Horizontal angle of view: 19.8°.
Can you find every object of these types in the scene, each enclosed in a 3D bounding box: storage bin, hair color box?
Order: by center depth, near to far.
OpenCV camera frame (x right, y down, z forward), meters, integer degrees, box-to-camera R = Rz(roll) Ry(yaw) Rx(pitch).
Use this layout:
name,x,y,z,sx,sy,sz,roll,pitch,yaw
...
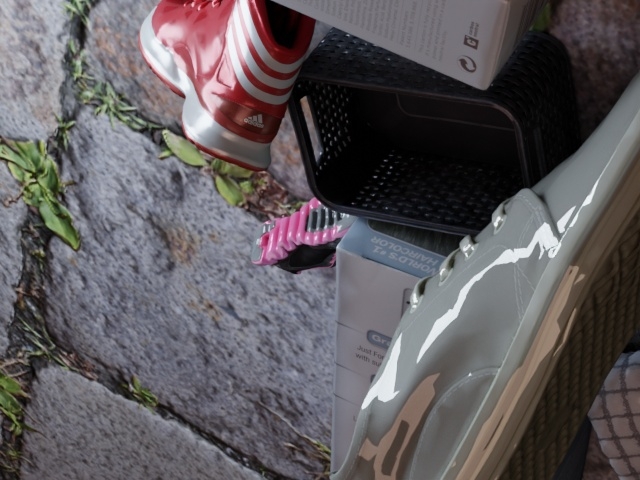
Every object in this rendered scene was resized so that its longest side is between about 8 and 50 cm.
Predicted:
name,x,y,z,sx,sy,sz,roll,pitch,yaw
storage bin,0.079,-0.080,1.260,0.180,0.084,0.122,12,136,30
hair color box,0.112,0.131,1.425,0.185,0.113,0.374,21,140,18

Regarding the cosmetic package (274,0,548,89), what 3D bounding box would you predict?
name,x,y,z,sx,sy,sz,roll,pitch,yaw
cosmetic package,0.032,-0.197,1.152,0.231,0.117,0.085,25,140,13

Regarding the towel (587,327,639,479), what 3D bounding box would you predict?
name,x,y,z,sx,sy,sz,roll,pitch,yaw
towel,0.343,0.148,1.262,0.235,0.121,0.284,-12,126,35

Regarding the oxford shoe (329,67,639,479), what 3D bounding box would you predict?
name,x,y,z,sx,sy,sz,roll,pitch,yaw
oxford shoe,0.132,0.033,1.160,0.130,0.169,0.449,38,112,25

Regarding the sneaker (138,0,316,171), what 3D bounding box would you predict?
name,x,y,z,sx,sy,sz,roll,pitch,yaw
sneaker,-0.053,-0.148,1.264,0.087,0.221,0.128,17,113,-31

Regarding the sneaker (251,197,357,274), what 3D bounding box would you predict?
name,x,y,z,sx,sy,sz,roll,pitch,yaw
sneaker,0.000,0.000,1.443,0.057,0.047,0.119,32,148,-31
